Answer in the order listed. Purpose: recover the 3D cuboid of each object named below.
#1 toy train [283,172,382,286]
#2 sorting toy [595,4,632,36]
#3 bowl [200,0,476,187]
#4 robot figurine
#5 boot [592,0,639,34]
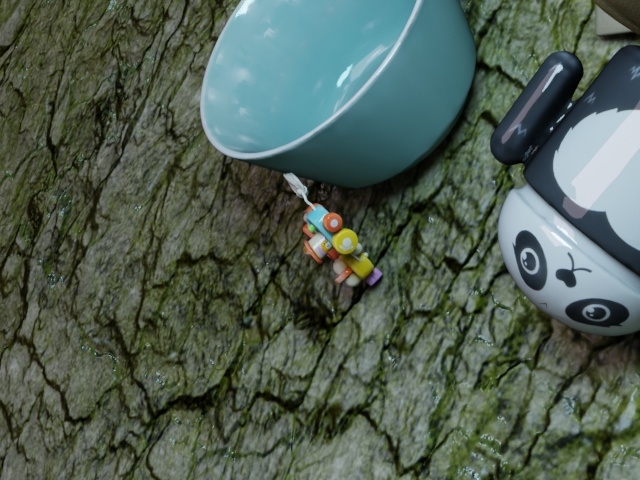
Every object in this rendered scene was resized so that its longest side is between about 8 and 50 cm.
[{"bbox_3d":[0.000,0.000,1.599,0.046,0.166,0.125,-46,63,-5],"label":"toy train"},{"bbox_3d":[0.320,-0.283,1.430,0.196,0.047,0.347,-175,86,-66],"label":"sorting toy"},{"bbox_3d":[0.039,-0.177,1.620,0.311,0.163,0.311,-28,42,29],"label":"bowl"},{"bbox_3d":[0.270,-0.051,1.296,0.278,0.174,0.209,-53,39,12],"label":"robot figurine"},{"bbox_3d":[0.331,-0.260,1.211,0.109,0.283,0.220,119,168,-67],"label":"boot"}]
